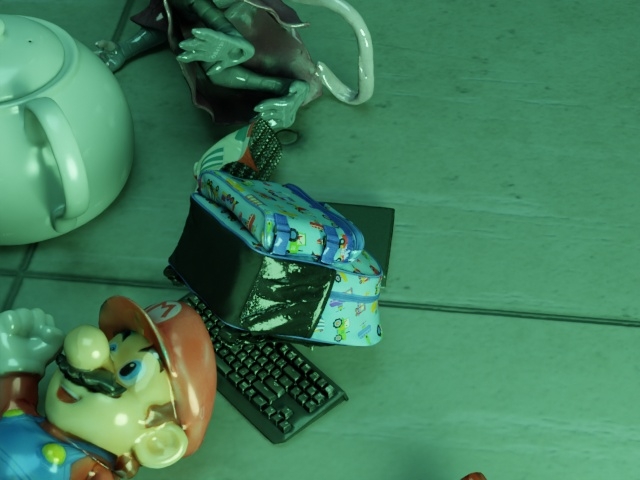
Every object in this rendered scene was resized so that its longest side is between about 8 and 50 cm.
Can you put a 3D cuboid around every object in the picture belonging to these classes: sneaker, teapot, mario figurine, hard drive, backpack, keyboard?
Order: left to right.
[{"bbox_3d":[-0.300,-0.129,1.160,0.256,0.187,0.252,10,46,9],"label":"teapot"},{"bbox_3d":[-0.215,0.142,0.887,0.198,0.170,0.320,46,63,7],"label":"mario figurine"},{"bbox_3d":[-0.096,-0.056,1.176,0.075,0.057,0.161,-21,26,33],"label":"sneaker"},{"bbox_3d":[-0.053,0.092,1.049,0.108,0.023,0.180,-31,53,-28],"label":"keyboard"},{"bbox_3d":[-0.021,0.021,1.015,0.173,0.117,0.158,12,16,-33],"label":"backpack"},{"bbox_3d":[0.000,0.000,1.142,0.135,0.022,0.094,5,44,6],"label":"hard drive"}]

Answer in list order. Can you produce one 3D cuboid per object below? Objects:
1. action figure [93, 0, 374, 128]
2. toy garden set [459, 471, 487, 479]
[{"bbox_3d":[-0.130,-0.300,1.292,0.276,0.248,0.370,-15,49,-16],"label":"action figure"},{"bbox_3d":[0.074,0.284,0.836,0.244,0.049,0.204,-18,49,-16],"label":"toy garden set"}]
